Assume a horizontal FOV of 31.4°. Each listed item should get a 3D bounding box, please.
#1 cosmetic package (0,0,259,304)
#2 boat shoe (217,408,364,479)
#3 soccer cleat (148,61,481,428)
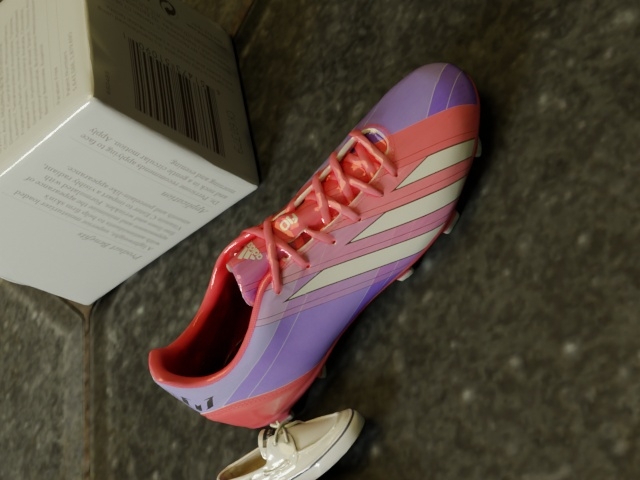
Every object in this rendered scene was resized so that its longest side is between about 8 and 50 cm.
[{"bbox_3d":[-0.166,-0.075,0.794,0.183,0.151,0.151,-32,52,27],"label":"cosmetic package"},{"bbox_3d":[-0.020,0.119,0.645,0.100,0.035,0.035,-38,14,29],"label":"boat shoe"},{"bbox_3d":[0.000,0.000,0.646,0.248,0.095,0.083,-55,45,9],"label":"soccer cleat"}]
